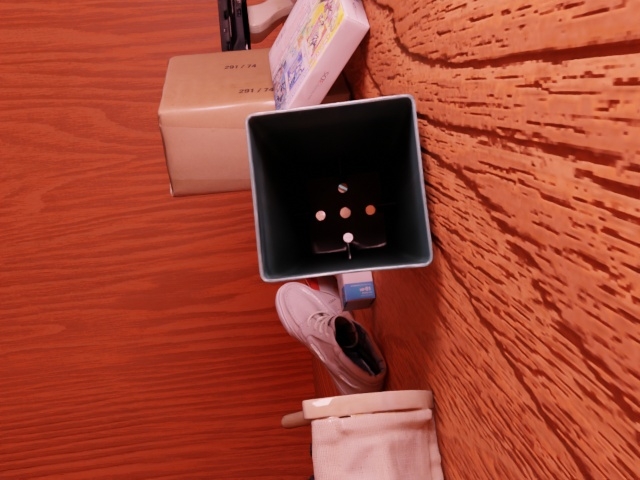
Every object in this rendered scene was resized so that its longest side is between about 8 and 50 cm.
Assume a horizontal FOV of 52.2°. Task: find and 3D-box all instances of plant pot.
[{"bbox_3d":[0.024,-0.044,0.737,0.234,0.165,0.166,35,-131,-85],"label":"plant pot"}]

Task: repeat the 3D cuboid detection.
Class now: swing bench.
[{"bbox_3d":[0.060,0.304,0.715,0.255,0.165,0.253,115,150,-71],"label":"swing bench"}]

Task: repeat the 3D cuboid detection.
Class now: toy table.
[{"bbox_3d":[-0.090,-0.555,1.477,0.252,0.160,0.274,-101,8,-46],"label":"toy table"}]

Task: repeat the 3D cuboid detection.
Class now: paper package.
[{"bbox_3d":[-0.119,-0.228,1.199,0.309,0.324,0.168,-102,8,-56],"label":"paper package"}]

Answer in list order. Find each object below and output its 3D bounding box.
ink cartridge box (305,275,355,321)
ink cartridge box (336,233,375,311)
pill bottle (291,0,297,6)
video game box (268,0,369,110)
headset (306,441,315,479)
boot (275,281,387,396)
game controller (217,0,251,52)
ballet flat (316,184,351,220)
[{"bbox_3d":[0.007,0.083,1.362,0.179,0.045,0.145,60,-175,-22],"label":"ink cartridge box"},{"bbox_3d":[0.054,0.049,1.095,0.088,0.052,0.123,100,162,-73],"label":"ink cartridge box"},{"bbox_3d":[-0.014,-0.451,1.060,0.169,0.094,0.094,99,164,-72],"label":"pill bottle"},{"bbox_3d":[-0.010,-0.297,0.975,0.205,0.048,0.187,-51,34,40],"label":"video game box"},{"bbox_3d":[0.030,0.416,1.023,0.394,0.185,0.244,32,-129,-77],"label":"headset"},{"bbox_3d":[0.020,0.144,1.074,0.258,0.095,0.123,48,151,23],"label":"boot"},{"bbox_3d":[-0.178,-0.471,1.407,0.166,0.067,0.319,127,138,-59],"label":"game controller"},{"bbox_3d":[0.000,0.000,1.248,0.316,0.107,0.106,93,-159,-67],"label":"ballet flat"}]
